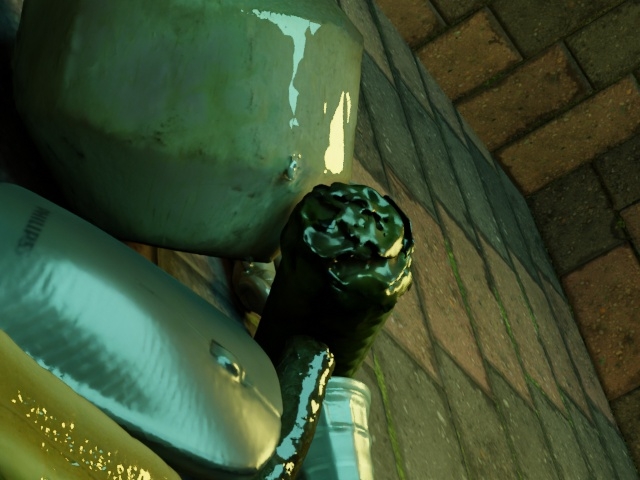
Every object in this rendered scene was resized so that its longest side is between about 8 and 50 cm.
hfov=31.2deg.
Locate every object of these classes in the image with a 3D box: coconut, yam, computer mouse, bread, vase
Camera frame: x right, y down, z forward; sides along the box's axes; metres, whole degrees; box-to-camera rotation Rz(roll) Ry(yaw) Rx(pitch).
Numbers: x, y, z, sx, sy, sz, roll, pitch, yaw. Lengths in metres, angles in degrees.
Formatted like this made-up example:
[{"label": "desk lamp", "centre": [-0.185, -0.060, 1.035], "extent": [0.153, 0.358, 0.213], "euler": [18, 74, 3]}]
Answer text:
[{"label": "coconut", "centre": [-0.127, -0.156, 1.123], "extent": [0.353, 0.352, 0.353], "euler": [51, 19, -25]}, {"label": "yam", "centre": [-0.046, 0.199, 1.001], "extent": [0.061, 0.061, 0.253], "euler": [48, 47, -32]}, {"label": "computer mouse", "centre": [-0.160, 0.068, 0.914], "extent": [0.331, 0.095, 0.197], "euler": [33, 30, -22]}, {"label": "bread", "centre": [-0.200, 0.150, 0.761], "extent": [0.305, 0.091, 0.142], "euler": [49, 15, -31]}, {"label": "vase", "centre": [0.014, 0.291, 1.067], "extent": [0.143, 0.143, 0.299], "euler": [36, 32, -52]}]

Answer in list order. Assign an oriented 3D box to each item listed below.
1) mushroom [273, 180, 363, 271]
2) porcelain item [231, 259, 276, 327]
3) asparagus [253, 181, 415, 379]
[{"label": "mushroom", "centre": [0.025, -0.012, 1.516], "extent": [0.236, 0.173, 0.162], "euler": [58, 15, -2]}, {"label": "porcelain item", "centre": [-0.068, 0.055, 1.342], "extent": [0.084, 0.054, 0.213], "euler": [34, 30, -49]}, {"label": "asparagus", "centre": [-0.007, 0.096, 1.151], "extent": [0.382, 0.128, 0.108], "euler": [111, -23, -51]}]
